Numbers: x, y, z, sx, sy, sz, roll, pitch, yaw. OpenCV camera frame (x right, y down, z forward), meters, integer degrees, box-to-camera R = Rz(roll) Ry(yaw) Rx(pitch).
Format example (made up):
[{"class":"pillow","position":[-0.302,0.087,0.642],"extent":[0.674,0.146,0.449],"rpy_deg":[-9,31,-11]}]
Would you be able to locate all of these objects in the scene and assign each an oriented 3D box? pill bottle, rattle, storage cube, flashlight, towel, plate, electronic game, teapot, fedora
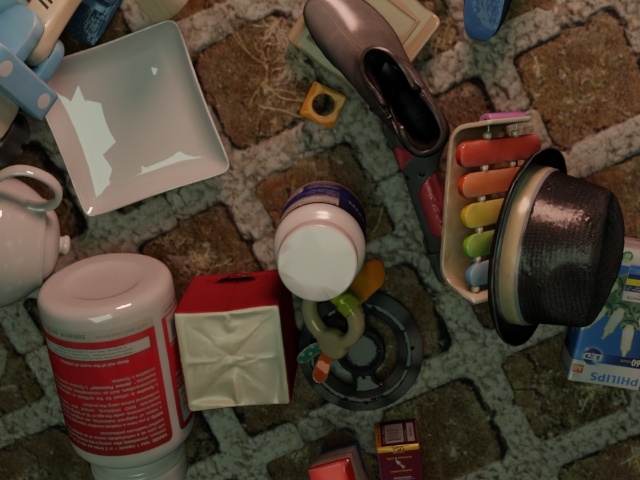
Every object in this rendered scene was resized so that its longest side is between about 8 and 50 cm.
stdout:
[{"class":"pill bottle","position":[-0.345,0.247,1.742],"extent":[0.229,0.229,0.407],"rpy_deg":[-3,115,4]},{"class":"rattle","position":[0.036,0.141,1.773],"extent":[0.130,0.142,0.199],"rpy_deg":[12,127,14]},{"class":"storage cube","position":[-0.141,0.175,1.745],"extent":[0.184,0.193,0.214],"rpy_deg":[-4,105,4]},{"class":"flashlight","position":[0.201,-0.079,1.704],"extent":[0.103,0.103,0.304],"rpy_deg":[-20,103,5]},{"class":"towel","position":[-0.382,-0.393,1.676],"extent":[0.067,0.029,0.119],"rpy_deg":[33,105,-6]},{"class":"plate","position":[-0.327,-0.210,1.719],"extent":[0.278,0.045,0.277],"rpy_deg":[-18,104,8]},{"class":"electronic game","position":[0.074,0.201,1.816],"extent":[0.230,0.048,0.229],"rpy_deg":[1,98,5]},{"class":"teapot","position":[-0.524,-0.002,1.697],"extent":[0.187,0.256,0.252],"rpy_deg":[2,92,-12]},{"class":"fedora","position":[0.395,0.020,1.606],"extent":[0.153,0.334,0.333],"rpy_deg":[11,109,33]},{"class":"pill bottle","position":[0.000,0.000,1.649],"extent":[0.153,0.264,0.153],"rpy_deg":[1,107,3]}]

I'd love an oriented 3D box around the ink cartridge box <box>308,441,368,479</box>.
[{"class":"ink cartridge box","position":[0.039,0.453,1.782],"extent":[0.078,0.231,0.134],"rpy_deg":[-16,86,7]}]

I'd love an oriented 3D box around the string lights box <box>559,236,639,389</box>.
[{"class":"string lights box","position":[0.522,0.125,1.759],"extent":[0.134,0.076,0.259],"rpy_deg":[8,106,-1]}]

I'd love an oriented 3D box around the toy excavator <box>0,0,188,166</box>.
[{"class":"toy excavator","position":[-0.474,-0.346,1.585],"extent":[0.433,0.222,0.445],"rpy_deg":[25,80,25]}]

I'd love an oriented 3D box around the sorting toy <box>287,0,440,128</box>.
[{"class":"sorting toy","position":[0.071,-0.352,1.660],"extent":[0.196,0.047,0.347],"rpy_deg":[37,104,-3]}]

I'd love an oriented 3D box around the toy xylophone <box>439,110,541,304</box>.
[{"class":"toy xylophone","position":[0.291,-0.064,1.646],"extent":[0.236,0.081,0.322],"rpy_deg":[-20,114,-38]}]

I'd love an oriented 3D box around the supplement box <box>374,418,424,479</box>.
[{"class":"supplement box","position":[0.153,0.443,1.854],"extent":[0.081,0.104,0.188],"rpy_deg":[-7,106,4]}]

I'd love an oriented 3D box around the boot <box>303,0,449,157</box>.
[{"class":"boot","position":[0.087,-0.274,1.519],"extent":[0.118,0.223,0.338],"rpy_deg":[-42,84,8]}]

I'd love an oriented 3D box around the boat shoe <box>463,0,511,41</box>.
[{"class":"boat shoe","position":[0.281,-0.456,1.602],"extent":[0.109,0.089,0.258],"rpy_deg":[24,111,9]}]
